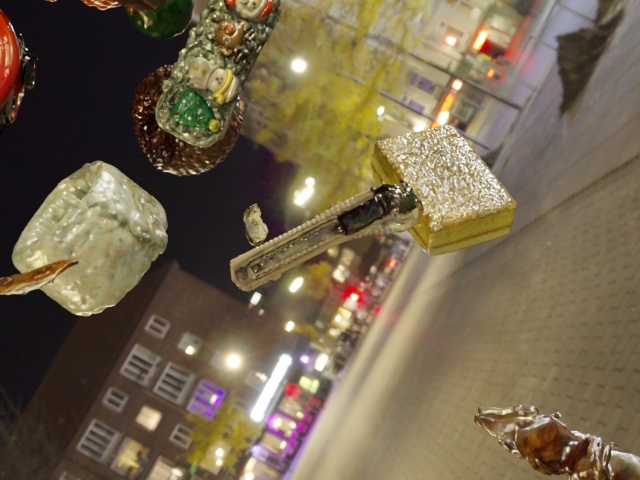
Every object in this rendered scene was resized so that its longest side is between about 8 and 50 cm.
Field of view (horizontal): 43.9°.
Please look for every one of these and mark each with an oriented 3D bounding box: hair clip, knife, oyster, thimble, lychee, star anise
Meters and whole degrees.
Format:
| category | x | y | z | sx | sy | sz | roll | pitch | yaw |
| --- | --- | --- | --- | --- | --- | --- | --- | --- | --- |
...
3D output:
| category | x | y | z | sx | sy | sz | roll | pitch | yaw |
| --- | --- | --- | --- | --- | --- | --- | --- | --- | --- |
| hair clip | -0.170 | -0.324 | 1.378 | 0.321 | 0.138 | 0.091 | -68 | 17 | -12 |
| knife | -0.002 | 0.001 | 1.336 | 0.365 | 0.089 | 0.043 | -24 | 1 | 20 |
| oyster | -0.127 | -0.025 | 1.510 | 0.054 | 0.019 | 0.083 | -33 | -67 | -43 |
| thimble | -0.450 | -0.010 | 1.576 | 0.291 | 0.195 | 0.291 | -35 | 30 | 24 |
| lychee | -0.278 | -0.274 | 1.751 | 0.271 | 0.271 | 0.271 | -62 | -4 | -7 |
| star anise | 0.324 | 0.276 | 0.989 | 0.088 | 0.288 | 0.288 | -63 | -4 | 0 |

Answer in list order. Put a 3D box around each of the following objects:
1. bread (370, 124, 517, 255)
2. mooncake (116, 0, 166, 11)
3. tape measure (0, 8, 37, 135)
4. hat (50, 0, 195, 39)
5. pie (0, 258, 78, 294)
| category | x | y | z | sx | sy | sz | roll | pitch | yaw |
| --- | --- | --- | --- | --- | --- | --- | --- | --- | --- |
| bread | 0.219 | -0.092 | 1.449 | 0.184 | 0.234 | 0.111 | -16 | -34 | -20 |
| mooncake | -0.302 | -0.454 | 1.029 | 0.325 | 0.174 | 0.334 | -29 | -37 | -24 |
| tape measure | -0.504 | -0.238 | 1.030 | 0.253 | 0.260 | 0.114 | -36 | -3 | -20 |
| hat | -0.384 | -0.546 | 1.436 | 0.285 | 0.400 | 0.285 | -24 | 59 | 46 |
| pie | -0.424 | 0.062 | 1.113 | 0.191 | 0.033 | 0.088 | -12 | 6 | 39 |
